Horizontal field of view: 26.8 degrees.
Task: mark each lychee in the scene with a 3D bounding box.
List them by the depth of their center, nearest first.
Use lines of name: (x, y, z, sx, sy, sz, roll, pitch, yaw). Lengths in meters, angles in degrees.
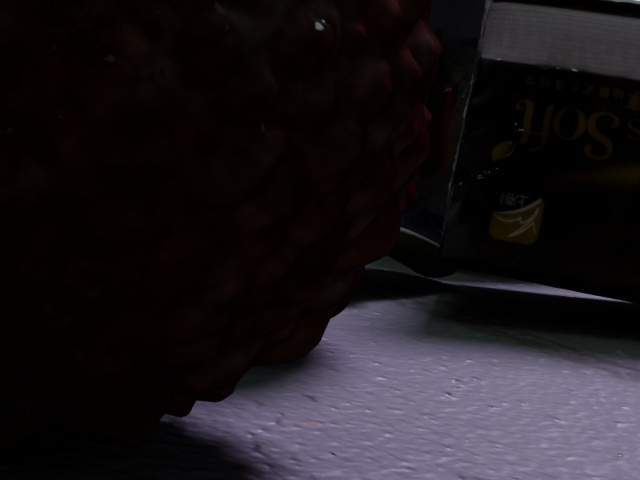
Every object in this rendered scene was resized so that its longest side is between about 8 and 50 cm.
lychee: (-0.089, -0.061, 0.460, 0.264, 0.264, 0.300, 11, 45, 46)

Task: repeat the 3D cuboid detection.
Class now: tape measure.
tape measure: (0.138, -0.112, 1.129, 0.138, 0.259, 0.262, 0, 8, -30)

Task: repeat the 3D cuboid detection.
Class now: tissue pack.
tissue pack: (0.263, -0.052, 0.861, 0.370, 0.198, 0.210, 11, 9, 8)

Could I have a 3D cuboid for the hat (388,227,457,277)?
hat: (0.000, 0.000, 0.943, 0.144, 0.173, 0.166, -37, 46, -9)
